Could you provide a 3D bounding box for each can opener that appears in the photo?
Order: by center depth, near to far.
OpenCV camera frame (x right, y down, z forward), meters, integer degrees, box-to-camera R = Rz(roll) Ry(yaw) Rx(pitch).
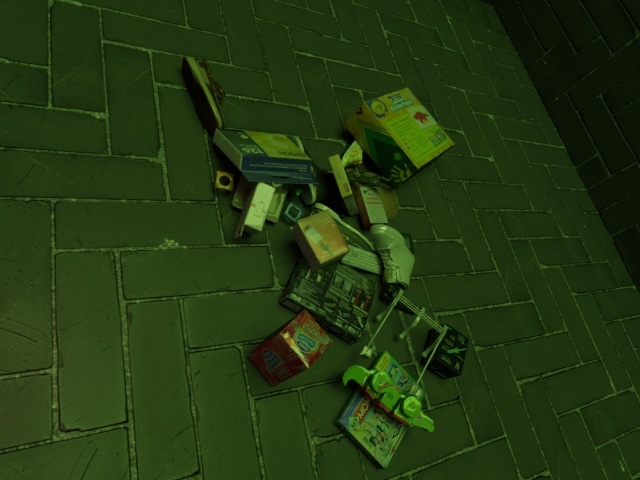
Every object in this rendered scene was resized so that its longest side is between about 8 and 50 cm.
[{"bbox_3d":[0.312,0.239,1.728,0.186,0.073,0.059,36,44,-21],"label":"can opener"}]

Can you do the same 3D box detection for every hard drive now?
[{"bbox_3d":[0.333,0.009,1.883,0.135,0.022,0.094,8,62,-27],"label":"hard drive"}]

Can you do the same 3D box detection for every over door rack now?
[{"bbox_3d":[0.293,0.364,1.585,0.239,0.108,0.324,38,53,0],"label":"over door rack"}]

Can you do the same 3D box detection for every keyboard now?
[{"bbox_3d":[0.166,0.074,1.688,0.255,0.014,0.072,19,82,-45],"label":"keyboard"}]

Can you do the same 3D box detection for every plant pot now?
[{"bbox_3d":[0.234,-0.187,1.925,0.236,0.032,0.237,14,58,-24],"label":"plant pot"}]

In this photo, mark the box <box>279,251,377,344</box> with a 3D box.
[{"bbox_3d":[0.036,0.188,1.580,0.307,0.076,0.243,31,53,-13],"label":"box"}]

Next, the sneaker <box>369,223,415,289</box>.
[{"bbox_3d":[0.275,0.077,1.715,0.292,0.108,0.169,44,49,-35],"label":"sneaker"}]

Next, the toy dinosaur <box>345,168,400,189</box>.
[{"bbox_3d":[0.232,-0.248,1.849,0.268,0.064,0.118,18,22,31],"label":"toy dinosaur"}]

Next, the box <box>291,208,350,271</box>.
[{"bbox_3d":[0.000,0.000,1.540,0.130,0.091,0.171,-24,76,-26],"label":"box"}]

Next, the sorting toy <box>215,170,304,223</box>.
[{"bbox_3d":[-0.219,-0.179,1.630,0.347,0.047,0.196,22,72,-20],"label":"sorting toy"}]

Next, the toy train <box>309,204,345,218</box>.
[{"bbox_3d":[0.028,-0.117,1.769,0.158,0.027,0.036,9,57,-27],"label":"toy train"}]

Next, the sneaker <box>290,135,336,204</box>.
[{"bbox_3d":[-0.033,-0.281,1.782,0.146,0.104,0.296,-8,72,-38],"label":"sneaker"}]

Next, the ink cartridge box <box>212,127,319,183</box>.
[{"bbox_3d":[-0.192,-0.311,1.619,0.303,0.072,0.307,-4,36,-40],"label":"ink cartridge box"}]

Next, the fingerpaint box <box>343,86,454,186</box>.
[{"bbox_3d":[0.374,-0.488,2.058,0.371,0.163,0.444,51,43,3],"label":"fingerpaint box"}]

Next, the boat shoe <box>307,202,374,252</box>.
[{"bbox_3d":[0.076,-0.021,1.703,0.305,0.109,0.091,37,77,-19],"label":"boat shoe"}]

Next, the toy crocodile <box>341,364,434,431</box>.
[{"bbox_3d":[0.220,0.513,1.434,0.340,0.115,0.105,39,71,-4],"label":"toy crocodile"}]

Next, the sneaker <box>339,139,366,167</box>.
[{"bbox_3d":[0.140,-0.358,1.931,0.094,0.081,0.209,43,51,-7],"label":"sneaker"}]

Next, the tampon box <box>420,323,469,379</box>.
[{"bbox_3d":[0.474,0.424,1.693,0.120,0.101,0.161,35,54,-9],"label":"tampon box"}]

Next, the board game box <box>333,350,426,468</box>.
[{"bbox_3d":[0.209,0.562,1.501,0.213,0.046,0.317,46,52,-2],"label":"board game box"}]

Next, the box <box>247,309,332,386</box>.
[{"bbox_3d":[-0.096,0.323,1.315,0.128,0.257,0.122,50,50,2],"label":"box"}]

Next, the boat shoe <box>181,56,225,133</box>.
[{"bbox_3d":[-0.418,-0.561,1.692,0.123,0.123,0.342,-15,67,-34],"label":"boat shoe"}]

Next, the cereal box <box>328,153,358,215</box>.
[{"bbox_3d":[0.094,-0.211,1.743,0.047,0.240,0.173,-19,74,5],"label":"cereal box"}]

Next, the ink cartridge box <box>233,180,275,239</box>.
[{"bbox_3d":[-0.228,-0.090,1.518,0.067,0.115,0.198,22,77,-20],"label":"ink cartridge box"}]

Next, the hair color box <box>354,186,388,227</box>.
[{"bbox_3d":[0.207,-0.135,1.828,0.092,0.053,0.168,-1,67,-31],"label":"hair color box"}]
